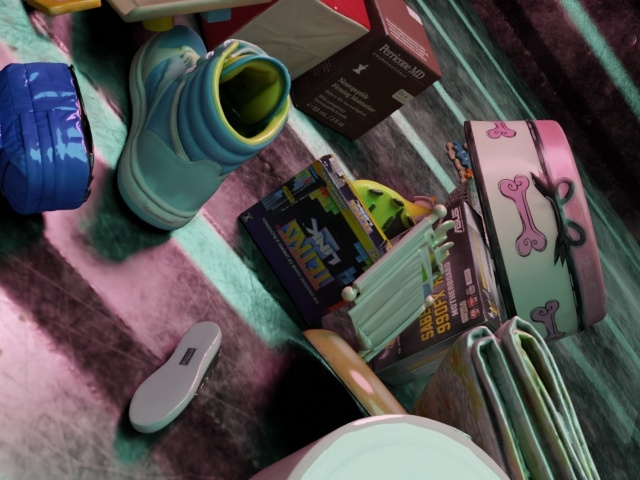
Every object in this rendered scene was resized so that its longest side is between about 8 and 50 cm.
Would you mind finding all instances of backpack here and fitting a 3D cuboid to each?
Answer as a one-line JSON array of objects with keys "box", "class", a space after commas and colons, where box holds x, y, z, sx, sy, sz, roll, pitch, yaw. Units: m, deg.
[{"box": [-0.258, -0.082, 0.618, 0.101, 0.098, 0.120, -13, 71, -28], "class": "backpack"}]

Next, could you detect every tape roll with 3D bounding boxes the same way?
[{"box": [0.038, 0.279, 0.554, 0.246, 0.169, 0.246, 12, 59, -21], "class": "tape roll"}]

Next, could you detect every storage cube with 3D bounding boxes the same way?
[{"box": [-0.066, -0.387, 1.070, 0.184, 0.215, 0.193, 11, 60, -52], "class": "storage cube"}]

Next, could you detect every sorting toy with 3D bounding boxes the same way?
[{"box": [0.211, -0.036, 1.320, 0.083, 0.045, 0.075, -88, 155, -44], "class": "sorting toy"}, {"box": [-0.180, -0.303, 0.855, 0.348, 0.047, 0.196, -17, 40, -25], "class": "sorting toy"}]

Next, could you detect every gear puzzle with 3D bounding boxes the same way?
[{"box": [0.410, -0.090, 1.644, 0.175, 0.044, 0.339, 10, 55, -52], "class": "gear puzzle"}]

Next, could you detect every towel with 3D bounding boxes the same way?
[{"box": [0.193, 0.289, 0.734, 0.090, 0.374, 0.320, -8, 62, -9], "class": "towel"}]

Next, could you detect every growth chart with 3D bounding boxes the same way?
[{"box": [0.094, 0.064, 0.829, 0.021, 0.172, 0.237, 44, -18, 27], "class": "growth chart"}]

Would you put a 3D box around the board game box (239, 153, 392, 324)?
[{"box": [0.000, 0.000, 0.867, 0.170, 0.141, 0.048, 57, 28, -1], "class": "board game box"}]

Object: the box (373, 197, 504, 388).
[{"box": [0.157, 0.073, 0.990, 0.056, 0.183, 0.231, 38, 36, -32], "class": "box"}]

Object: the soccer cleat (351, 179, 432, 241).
[{"box": [0.128, -0.032, 1.167, 0.289, 0.093, 0.121, 23, 14, -39], "class": "soccer cleat"}]

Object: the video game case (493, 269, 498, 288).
[{"box": [0.222, 0.095, 1.132, 0.183, 0.023, 0.201, 44, 57, -34], "class": "video game case"}]

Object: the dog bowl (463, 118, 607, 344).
[{"box": [0.359, -0.020, 1.161, 0.408, 0.150, 0.408, -13, 90, -75], "class": "dog bowl"}]

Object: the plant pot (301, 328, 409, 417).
[{"box": [0.065, 0.184, 0.767, 0.236, 0.032, 0.236, 50, -7, 9], "class": "plant pot"}]

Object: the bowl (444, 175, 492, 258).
[{"box": [0.284, -0.035, 1.359, 0.170, 0.080, 0.170, 43, 39, -49], "class": "bowl"}]

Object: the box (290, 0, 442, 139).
[{"box": [0.065, -0.316, 1.194, 0.168, 0.203, 0.167, 21, 47, -45], "class": "box"}]

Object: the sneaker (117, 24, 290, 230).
[{"box": [-0.120, -0.179, 0.794, 0.127, 0.208, 0.319, 30, 39, -38], "class": "sneaker"}]

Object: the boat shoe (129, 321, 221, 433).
[{"box": [-0.129, 0.134, 0.653, 0.142, 0.049, 0.040, -58, 150, -52], "class": "boat shoe"}]
